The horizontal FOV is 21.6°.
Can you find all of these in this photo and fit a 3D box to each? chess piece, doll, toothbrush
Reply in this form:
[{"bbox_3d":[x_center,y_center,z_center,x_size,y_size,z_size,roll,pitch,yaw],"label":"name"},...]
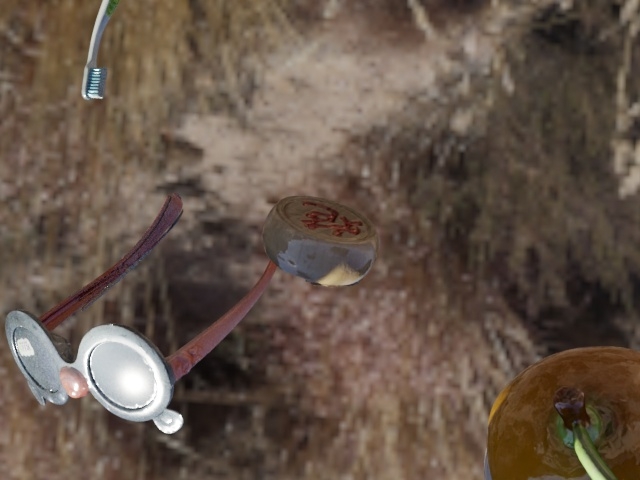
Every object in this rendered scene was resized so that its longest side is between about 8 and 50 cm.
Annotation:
[{"bbox_3d":[0.000,0.000,1.194,0.084,0.038,0.083,15,-155,-7],"label":"chess piece"},{"bbox_3d":[0.226,0.174,1.365,0.213,0.213,0.236,1,151,16],"label":"doll"},{"bbox_3d":[-0.204,-0.266,1.666,0.026,0.263,0.022,5,171,27],"label":"toothbrush"}]

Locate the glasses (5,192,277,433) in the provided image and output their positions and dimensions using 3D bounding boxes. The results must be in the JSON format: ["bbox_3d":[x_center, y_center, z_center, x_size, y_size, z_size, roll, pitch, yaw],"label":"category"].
[{"bbox_3d":[-0.152,0.067,1.638,0.234,0.118,0.268,4,-148,44],"label":"glasses"}]
